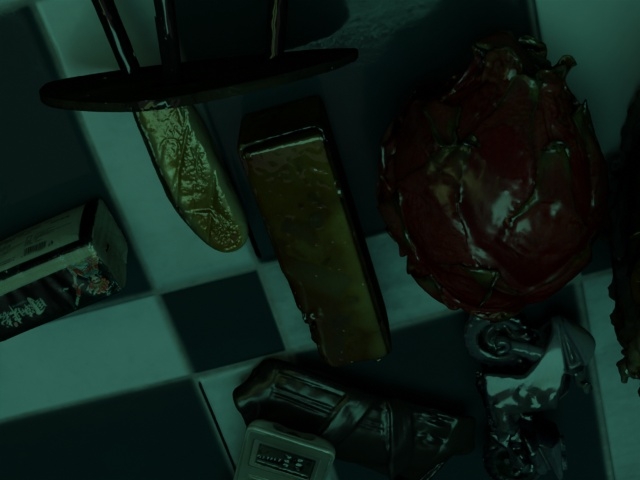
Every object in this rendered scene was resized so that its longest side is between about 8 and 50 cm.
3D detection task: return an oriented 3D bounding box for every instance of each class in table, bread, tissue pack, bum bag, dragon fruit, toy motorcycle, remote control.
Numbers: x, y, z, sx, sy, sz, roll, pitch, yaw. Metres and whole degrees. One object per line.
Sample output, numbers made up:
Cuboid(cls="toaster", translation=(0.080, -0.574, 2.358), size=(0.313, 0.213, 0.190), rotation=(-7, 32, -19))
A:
Cuboid(cls="table", translation=(-0.117, -0.270, 0.910), size=(0.317, 0.317, 0.249), rotation=(-6, 106, 1))
Cuboid(cls="bread", translation=(-0.142, -0.081, 1.094), size=(0.073, 0.053, 0.214), rotation=(-23, 116, 5))
Cuboid(cls="tissue pack", translation=(-0.307, 0.034, 1.121), size=(0.170, 0.103, 0.090), rotation=(-21, 123, 9))
Cuboid(cls="bum bag", translation=(0.042, 0.244, 1.273), size=(0.326, 0.080, 0.142), rotation=(17, 115, -10))
Cuboid(cls="dragon fruit", translation=(0.170, -0.060, 1.014), size=(0.244, 0.244, 0.299), rotation=(-1, 117, -2))
Cuboid(cls="toy motorcycle", translation=(0.267, 0.191, 1.243), size=(0.159, 0.106, 0.270), rotation=(-9, 116, 9))
Cuboid(cls="remote control", translation=(-0.059, 0.323, 1.286), size=(0.109, 0.055, 0.313), rotation=(18, 136, 2))

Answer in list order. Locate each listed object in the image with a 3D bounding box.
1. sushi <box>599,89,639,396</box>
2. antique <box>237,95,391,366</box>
Cuboid(cls="sushi", translation=(0.377, -0.025, 0.965), size=(0.175, 0.417, 0.417), rotation=(11, 119, 3))
Cuboid(cls="antique", translation=(0.000, 0.000, 1.127), size=(0.093, 0.087, 0.310), rotation=(-15, 120, 8))
